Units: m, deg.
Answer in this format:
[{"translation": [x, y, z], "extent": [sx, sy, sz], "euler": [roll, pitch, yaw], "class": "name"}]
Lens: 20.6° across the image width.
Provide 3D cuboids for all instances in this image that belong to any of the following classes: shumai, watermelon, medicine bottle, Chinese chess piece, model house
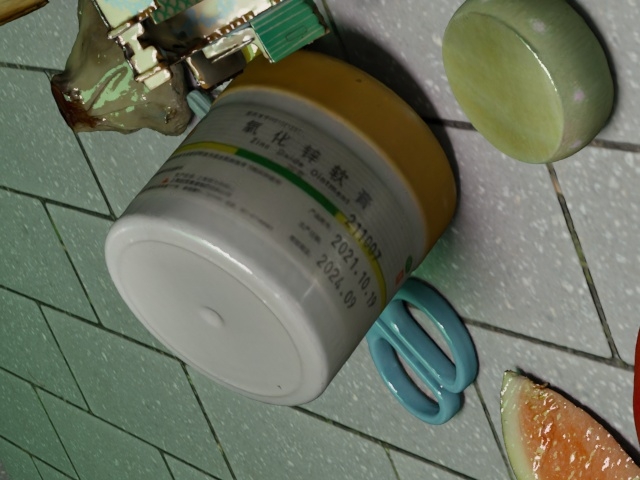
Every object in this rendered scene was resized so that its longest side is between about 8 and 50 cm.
[{"translation": [-0.236, -0.185, 1.934], "extent": [0.201, 0.120, 0.201], "euler": [47, 156, 28], "class": "shumai"}, {"translation": [0.246, 0.215, 1.590], "extent": [0.245, 0.063, 0.119], "euler": [43, 134, 41], "class": "watermelon"}, {"translation": [-0.034, -0.011, 1.556], "extent": [0.238, 0.232, 0.238], "euler": [26, 148, 18], "class": "medicine bottle"}, {"translation": [0.157, -0.128, 1.336], "extent": [0.144, 0.058, 0.144], "euler": [42, 153, 28], "class": "Chinese chess piece"}, {"translation": [-0.046, -0.242, 1.441], "extent": [0.206, 0.271, 0.178], "euler": [-29, 92, 30], "class": "model house"}]

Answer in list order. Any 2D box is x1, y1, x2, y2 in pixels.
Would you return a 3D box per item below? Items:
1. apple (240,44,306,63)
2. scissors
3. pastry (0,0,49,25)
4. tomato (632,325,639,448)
[{"translation": [-0.056, -0.189, 1.646], "extent": [0.090, 0.074, 0.089], "euler": [20, 126, 29], "class": "apple"}, {"translation": [0.000, 0.000, 1.817], "extent": [0.447, 0.029, 0.192], "euler": [49, 154, 19], "class": "scissors"}, {"translation": [-0.422, -0.338, 1.979], "extent": [0.236, 0.170, 0.256], "euler": [57, 170, -8], "class": "pastry"}, {"translation": [0.302, 0.127, 1.267], "extent": [0.233, 0.140, 0.200], "euler": [48, 148, 21], "class": "tomato"}]
